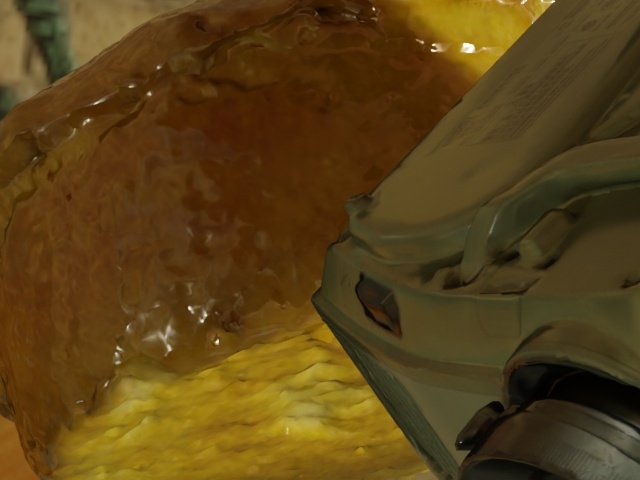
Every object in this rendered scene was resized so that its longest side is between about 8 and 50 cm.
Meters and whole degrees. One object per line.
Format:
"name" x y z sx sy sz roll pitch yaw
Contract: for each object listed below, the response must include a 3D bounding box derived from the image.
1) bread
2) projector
"bread" 0.000 0.000 0.685 0.268 0.268 0.145 -7 65 -25
"projector" 0.105 -0.008 0.387 0.193 0.088 0.269 -47 19 -24
